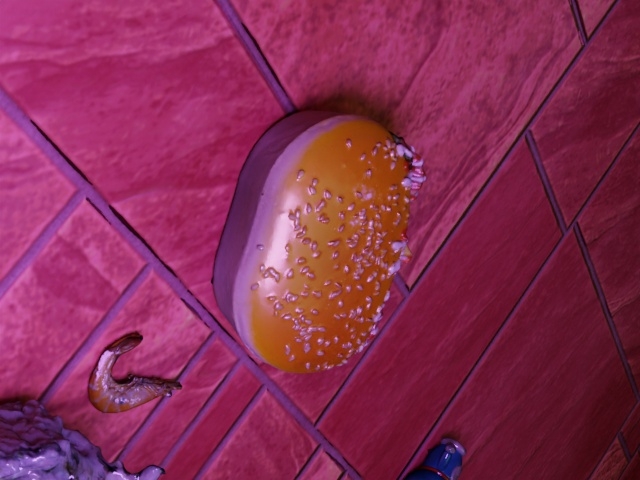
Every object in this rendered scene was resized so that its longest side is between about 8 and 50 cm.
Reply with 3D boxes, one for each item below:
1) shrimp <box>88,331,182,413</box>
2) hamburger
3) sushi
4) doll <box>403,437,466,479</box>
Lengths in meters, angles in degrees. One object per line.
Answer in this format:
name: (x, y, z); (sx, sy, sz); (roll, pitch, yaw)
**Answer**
shrimp: (-0.192, 0.143, 1.230); (0.127, 0.025, 0.091); (9, 103, -50)
hamburger: (0.000, 0.000, 1.283); (0.227, 0.151, 0.295); (3, 110, -49)
sushi: (-0.294, 0.246, 1.047); (0.274, 0.139, 0.184); (-10, 112, -36)
doll: (0.173, 0.379, 1.782); (0.152, 0.085, 0.114); (-53, 163, -32)
